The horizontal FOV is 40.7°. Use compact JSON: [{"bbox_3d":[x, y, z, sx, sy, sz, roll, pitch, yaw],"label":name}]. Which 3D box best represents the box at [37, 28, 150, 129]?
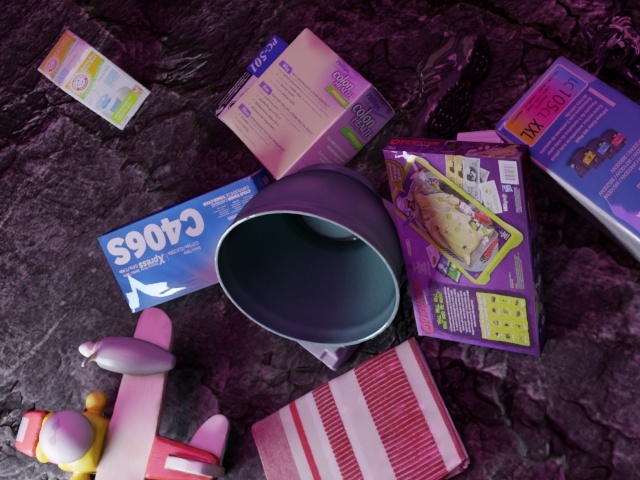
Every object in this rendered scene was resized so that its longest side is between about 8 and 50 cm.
[{"bbox_3d":[-0.491,-0.348,1.881,0.103,0.203,0.114,37,90,35],"label":"box"}]

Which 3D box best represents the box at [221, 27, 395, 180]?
[{"bbox_3d":[-0.025,-0.236,1.632,0.243,0.117,0.213,-46,55,6],"label":"box"}]

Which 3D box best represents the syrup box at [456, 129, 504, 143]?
[{"bbox_3d":[0.266,-0.054,1.410,0.096,0.093,0.237,-1,70,28],"label":"syrup box"}]

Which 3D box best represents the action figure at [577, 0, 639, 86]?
[{"bbox_3d":[0.520,-0.359,1.372,0.275,0.141,0.164,-41,68,6],"label":"action figure"}]

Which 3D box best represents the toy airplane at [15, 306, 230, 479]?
[{"bbox_3d":[-0.350,0.358,1.469,0.384,0.272,0.386,-39,56,9],"label":"toy airplane"}]

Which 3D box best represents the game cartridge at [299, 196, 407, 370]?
[{"bbox_3d":[0.043,0.056,1.513,0.196,0.060,0.294,35,89,31],"label":"game cartridge"}]

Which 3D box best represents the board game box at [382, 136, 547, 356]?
[{"bbox_3d":[0.219,0.012,1.281,0.208,0.347,0.056,5,37,27],"label":"board game box"}]

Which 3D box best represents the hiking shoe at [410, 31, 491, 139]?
[{"bbox_3d":[0.213,-0.272,1.549,0.114,0.086,0.227,20,75,47],"label":"hiking shoe"}]

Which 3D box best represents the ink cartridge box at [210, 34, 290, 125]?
[{"bbox_3d":[-0.122,-0.311,1.759,0.207,0.046,0.097,-49,56,2],"label":"ink cartridge box"}]

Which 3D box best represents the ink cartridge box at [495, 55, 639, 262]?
[{"bbox_3d":[0.464,-0.054,1.195,0.151,0.270,0.395,-48,56,9],"label":"ink cartridge box"}]

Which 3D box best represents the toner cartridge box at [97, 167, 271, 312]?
[{"bbox_3d":[-0.233,0.003,1.623,0.347,0.075,0.165,-20,100,21],"label":"toner cartridge box"}]

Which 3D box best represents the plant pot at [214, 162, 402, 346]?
[{"bbox_3d":[0.000,0.000,1.385,0.293,0.293,0.196,-8,40,26],"label":"plant pot"}]

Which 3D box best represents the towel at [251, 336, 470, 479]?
[{"bbox_3d":[0.057,0.331,1.402,0.329,0.037,0.237,-31,56,12],"label":"towel"}]
